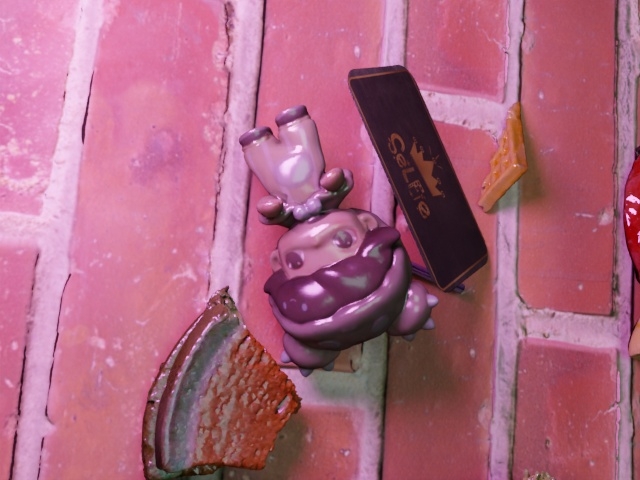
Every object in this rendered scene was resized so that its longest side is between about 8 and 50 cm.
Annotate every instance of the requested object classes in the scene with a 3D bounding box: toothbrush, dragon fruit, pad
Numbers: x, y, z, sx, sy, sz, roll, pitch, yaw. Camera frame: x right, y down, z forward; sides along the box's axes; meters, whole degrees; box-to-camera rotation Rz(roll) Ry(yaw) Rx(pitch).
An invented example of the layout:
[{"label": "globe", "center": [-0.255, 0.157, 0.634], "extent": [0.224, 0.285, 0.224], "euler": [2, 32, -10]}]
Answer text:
[{"label": "toothbrush", "center": [0.085, 0.010, 1.268], "extent": [0.354, 0.024, 0.029], "euler": [23, 67, -14]}, {"label": "dragon fruit", "center": [0.694, -0.066, 1.455], "extent": [0.343, 0.100, 0.282], "euler": [-41, 92, -20]}, {"label": "pad", "center": [0.169, -0.111, 1.206], "extent": [0.315, 0.063, 0.375], "euler": [-26, 92, -55]}]

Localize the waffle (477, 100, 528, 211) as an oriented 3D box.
[{"label": "waffle", "center": [0.321, -0.154, 1.382], "extent": [0.032, 0.125, 0.191], "euler": [23, 42, -12]}]

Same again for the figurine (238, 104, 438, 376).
[{"label": "figurine", "center": [0.000, -0.001, 1.139], "extent": [0.249, 0.203, 0.380], "euler": [-23, 93, 5]}]

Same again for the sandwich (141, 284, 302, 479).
[{"label": "sandwich", "center": [-0.146, 0.232, 1.112], "extent": [0.212, 0.109, 0.292], "euler": [42, 71, -9]}]

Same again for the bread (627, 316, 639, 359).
[{"label": "bread", "center": [0.698, 0.123, 1.395], "extent": [0.264, 0.236, 0.198], "euler": [11, 46, -18]}]

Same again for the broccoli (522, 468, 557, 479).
[{"label": "broccoli", "center": [0.317, 0.486, 1.179], "extent": [0.288, 0.259, 0.235], "euler": [-21, 49, -39]}]
